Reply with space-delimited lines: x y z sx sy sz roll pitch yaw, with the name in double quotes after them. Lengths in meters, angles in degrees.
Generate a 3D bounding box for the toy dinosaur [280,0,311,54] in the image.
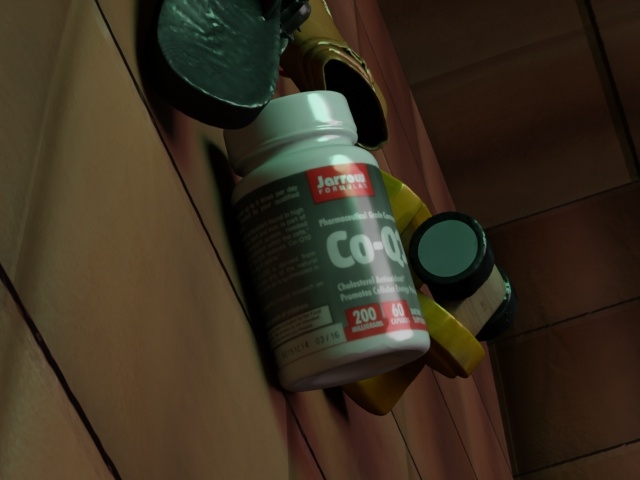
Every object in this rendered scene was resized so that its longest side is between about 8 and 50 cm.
-0.041 -0.325 1.917 0.164 0.218 0.322 52 -26 -23 "toy dinosaur"

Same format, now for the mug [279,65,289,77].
-0.059 -0.287 2.238 0.113 0.150 0.169 35 -17 31 "mug"

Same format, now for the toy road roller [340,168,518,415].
0.057 0.054 2.041 0.329 0.240 0.202 35 -9 28 "toy road roller"

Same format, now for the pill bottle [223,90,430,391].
0.000 0.000 1.754 0.161 0.161 0.283 38 35 -74 "pill bottle"

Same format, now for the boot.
-0.018 -0.226 2.048 0.283 0.109 0.220 56 5 -16 "boot"

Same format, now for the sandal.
-0.084 -0.297 1.714 0.168 0.107 0.445 19 44 -24 "sandal"
